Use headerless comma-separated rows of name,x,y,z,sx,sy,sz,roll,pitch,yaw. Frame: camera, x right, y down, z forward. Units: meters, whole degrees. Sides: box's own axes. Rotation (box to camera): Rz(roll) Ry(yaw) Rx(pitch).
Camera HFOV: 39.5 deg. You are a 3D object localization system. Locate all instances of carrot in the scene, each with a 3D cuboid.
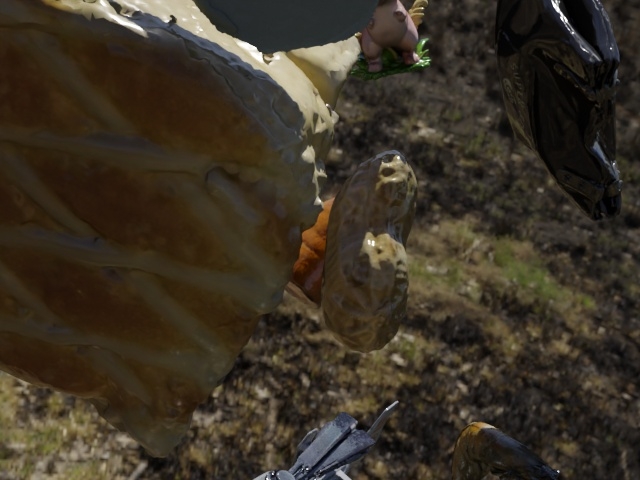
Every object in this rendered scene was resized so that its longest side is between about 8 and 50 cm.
carrot,0.000,0.000,1.636,0.159,0.225,0.159,40,-5,5

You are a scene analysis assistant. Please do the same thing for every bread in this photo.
bread,-0.204,-0.075,0.771,0.389,0.371,0.279,29,29,-9

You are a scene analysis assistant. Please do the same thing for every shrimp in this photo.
shrimp,0.265,0.380,1.295,0.051,0.198,0.262,5,1,-26

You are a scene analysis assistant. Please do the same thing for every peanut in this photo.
peanut,0.079,0.011,1.385,0.140,0.325,0.153,13,-9,-14

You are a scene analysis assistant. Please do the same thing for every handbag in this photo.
handbag,0.343,-0.200,1.233,0.152,0.342,0.288,-14,36,3

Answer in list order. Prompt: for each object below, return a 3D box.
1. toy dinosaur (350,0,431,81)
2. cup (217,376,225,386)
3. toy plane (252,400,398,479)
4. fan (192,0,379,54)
toy dinosaur,0.088,-0.351,1.418,0.152,0.177,0.194,-6,20,15
cup,-0.266,0.223,1.677,0.176,0.131,0.155,37,41,12
toy plane,-0.021,0.141,0.453,0.053,0.078,0.197,39,30,21
fan,-0.095,-0.236,0.623,0.310,0.182,0.010,11,3,-7
